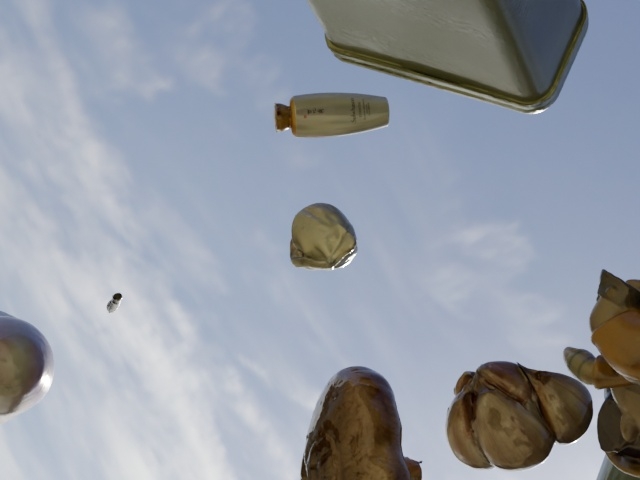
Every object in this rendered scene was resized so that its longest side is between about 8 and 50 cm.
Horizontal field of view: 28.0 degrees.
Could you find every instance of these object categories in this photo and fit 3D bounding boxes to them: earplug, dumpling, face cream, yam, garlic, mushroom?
[{"bbox_3d":[-0.435,0.171,1.728,0.172,0.172,0.301,65,-22,-4],"label":"earplug"},{"bbox_3d":[0.000,0.000,2.362,0.118,0.136,0.199,56,-9,-26],"label":"dumpling"},{"bbox_3d":[0.016,-0.198,2.025,0.051,0.182,0.072,117,-31,-78],"label":"face cream"},{"bbox_3d":[-0.260,0.079,1.618,0.014,0.014,0.107,61,-18,3],"label":"yam"},{"bbox_3d":[0.302,0.283,1.995,0.214,0.160,0.191,0,-33,41],"label":"garlic"},{"bbox_3d":[0.050,0.295,1.546,0.278,0.146,0.278,179,-90,-81],"label":"mushroom"}]

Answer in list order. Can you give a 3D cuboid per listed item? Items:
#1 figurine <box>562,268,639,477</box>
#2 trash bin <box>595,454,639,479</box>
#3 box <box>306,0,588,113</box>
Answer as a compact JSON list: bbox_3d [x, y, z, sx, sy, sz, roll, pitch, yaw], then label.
[{"bbox_3d":[0.330,0.129,1.205,0.257,0.192,0.167,41,17,-54],"label":"figurine"},{"bbox_3d":[0.544,0.486,2.054,0.280,0.432,0.280,19,-23,8],"label":"trash bin"},{"bbox_3d":[0.132,-0.345,1.626,0.352,0.177,0.344,21,-13,26],"label":"box"}]
